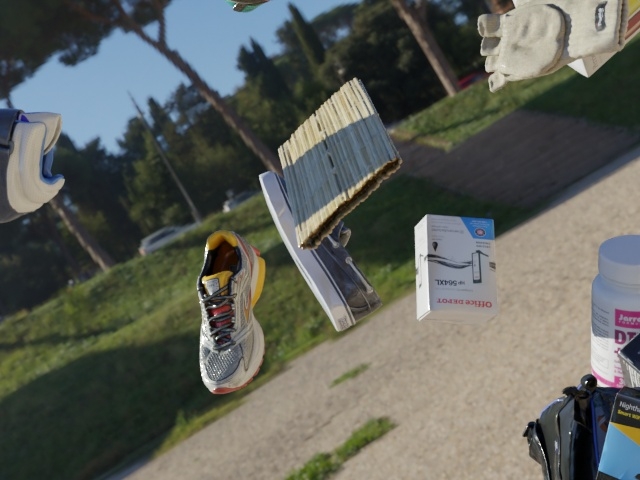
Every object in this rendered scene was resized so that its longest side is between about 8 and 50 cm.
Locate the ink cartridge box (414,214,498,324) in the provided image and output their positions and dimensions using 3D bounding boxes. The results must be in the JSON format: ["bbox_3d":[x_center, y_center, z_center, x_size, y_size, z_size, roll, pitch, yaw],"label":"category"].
[{"bbox_3d":[0.273,0.060,1.861,0.148,0.203,0.086,3,-19,-11],"label":"ink cartridge box"}]

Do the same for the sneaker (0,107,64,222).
[{"bbox_3d":[-0.500,-0.183,1.343,0.236,0.323,0.130,-19,10,0],"label":"sneaker"}]

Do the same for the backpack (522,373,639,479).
[{"bbox_3d":[0.417,0.357,1.339,0.213,0.263,0.276,7,-23,2],"label":"backpack"}]

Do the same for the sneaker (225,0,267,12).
[{"bbox_3d":[-0.180,-0.562,2.000,0.178,0.124,0.295,0,11,45],"label":"sneaker"}]

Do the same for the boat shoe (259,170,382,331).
[{"bbox_3d":[0.000,0.000,1.523,0.102,0.301,0.108,-28,-22,-7],"label":"boat shoe"}]

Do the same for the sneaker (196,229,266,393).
[{"bbox_3d":[-0.127,0.089,1.180,0.088,0.225,0.093,-13,-34,17],"label":"sneaker"}]

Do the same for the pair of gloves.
[{"bbox_3d":[0.260,-0.300,1.044,0.042,0.240,0.204,10,-14,-39],"label":"pair of gloves"}]

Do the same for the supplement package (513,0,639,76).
[{"bbox_3d":[0.395,-0.369,1.255,0.244,0.134,0.139,-43,-40,0],"label":"supplement package"}]

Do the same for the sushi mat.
[{"bbox_3d":[0.016,-0.106,1.147,0.151,0.019,0.316,-43,23,14],"label":"sushi mat"}]

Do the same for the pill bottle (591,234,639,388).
[{"bbox_3d":[0.602,0.143,1.773,0.160,0.283,0.160,-7,24,3],"label":"pill bottle"}]

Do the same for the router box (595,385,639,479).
[{"bbox_3d":[0.425,0.262,1.084,0.179,0.133,0.046,14,11,25],"label":"router box"}]

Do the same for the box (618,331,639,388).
[{"bbox_3d":[0.664,0.268,1.504,0.183,0.294,0.296,-41,-31,0],"label":"box"}]
